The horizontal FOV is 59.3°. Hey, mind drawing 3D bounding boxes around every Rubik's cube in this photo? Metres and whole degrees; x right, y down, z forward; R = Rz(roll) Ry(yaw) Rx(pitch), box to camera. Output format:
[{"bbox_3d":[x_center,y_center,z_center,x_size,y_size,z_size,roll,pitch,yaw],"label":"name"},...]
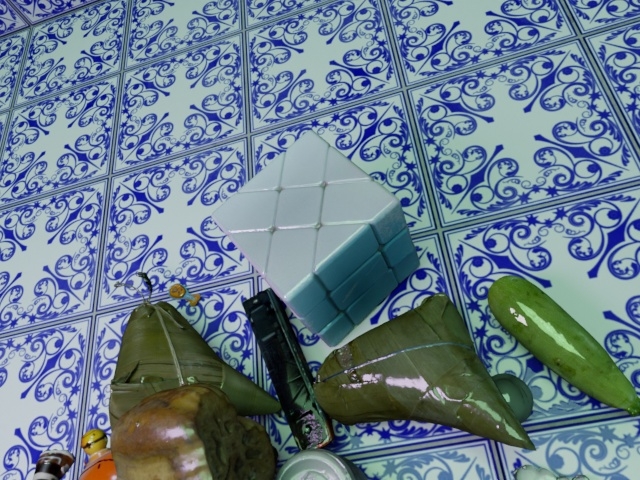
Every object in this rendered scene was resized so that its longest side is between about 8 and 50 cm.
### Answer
[{"bbox_3d":[0.000,0.000,1.320,0.322,0.316,0.319,-41,56,-7],"label":"Rubik's cube"}]

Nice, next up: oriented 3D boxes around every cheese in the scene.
[{"bbox_3d":[-0.377,0.148,1.547,0.111,0.017,0.047,19,73,27],"label":"cheese"}]

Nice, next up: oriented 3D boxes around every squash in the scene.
[{"bbox_3d":[0.489,0.212,1.147,0.118,0.118,0.370,-39,60,-4],"label":"squash"}]

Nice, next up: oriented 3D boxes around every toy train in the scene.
[{"bbox_3d":[-0.073,0.298,1.312,0.086,0.089,0.409,-30,57,4],"label":"toy train"}]

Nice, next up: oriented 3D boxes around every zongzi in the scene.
[{"bbox_3d":[-0.314,0.268,1.402,0.418,0.181,0.447,2,36,-12],"label":"zongzi"},{"bbox_3d":[0.174,0.321,1.113,0.356,0.174,0.393,-29,35,7],"label":"zongzi"}]

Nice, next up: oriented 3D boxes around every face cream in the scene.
[{"bbox_3d":[0.005,0.516,1.124,0.177,0.153,0.177,-9,60,16],"label":"face cream"}]

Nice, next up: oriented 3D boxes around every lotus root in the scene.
[{"bbox_3d":[-0.220,0.416,1.099,0.250,0.316,0.316,-22,52,40],"label":"lotus root"}]

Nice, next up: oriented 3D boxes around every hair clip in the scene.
[{"bbox_3d":[0.448,0.489,1.046,0.172,0.049,0.116,1,58,23],"label":"hair clip"}]

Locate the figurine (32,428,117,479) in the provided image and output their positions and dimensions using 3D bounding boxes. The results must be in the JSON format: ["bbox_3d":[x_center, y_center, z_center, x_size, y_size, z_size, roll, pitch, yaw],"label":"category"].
[{"bbox_3d":[-0.465,0.574,1.216,0.323,0.196,0.319,-11,86,2],"label":"figurine"}]

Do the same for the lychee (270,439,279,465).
[{"bbox_3d":[-0.128,0.479,1.247,0.067,0.068,0.083,-24,48,58],"label":"lychee"}]

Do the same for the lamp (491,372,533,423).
[{"bbox_3d":[0.373,0.321,1.131,0.105,0.105,0.105,-9,60,15],"label":"lamp"}]
